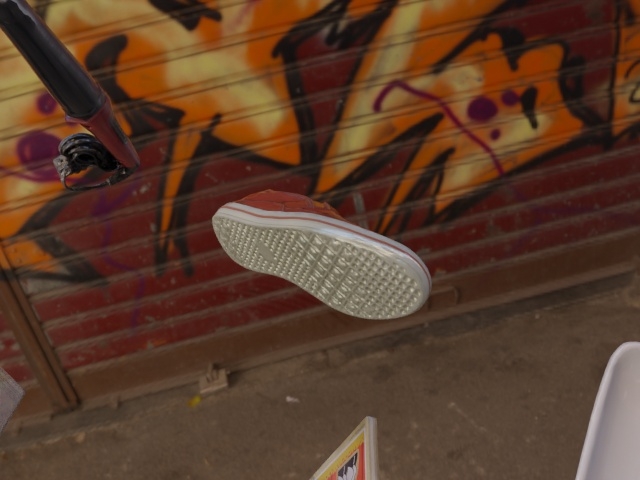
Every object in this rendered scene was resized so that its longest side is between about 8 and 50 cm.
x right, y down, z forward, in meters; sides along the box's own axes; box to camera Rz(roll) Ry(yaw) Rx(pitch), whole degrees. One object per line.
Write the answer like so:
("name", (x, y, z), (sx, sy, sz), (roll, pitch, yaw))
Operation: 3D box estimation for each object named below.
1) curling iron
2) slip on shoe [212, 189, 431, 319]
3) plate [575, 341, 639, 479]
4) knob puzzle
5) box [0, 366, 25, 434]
("curling iron", (-0.177, -0.089, 0.460), (0.068, 0.035, 0.274), (-22, -9, -12))
("slip on shoe", (0.000, 0.000, 0.767), (0.101, 0.123, 0.331), (-36, 33, -29))
("plate", (0.253, 0.228, 0.369), (0.277, 0.278, 0.045), (19, -3, 2))
("knob puzzle", (0.004, 0.282, 0.588), (0.030, 0.213, 0.213), (18, 23, -15))
("box", (-0.497, 0.250, 0.822), (0.148, 0.121, 0.311), (-41, 14, -7))
